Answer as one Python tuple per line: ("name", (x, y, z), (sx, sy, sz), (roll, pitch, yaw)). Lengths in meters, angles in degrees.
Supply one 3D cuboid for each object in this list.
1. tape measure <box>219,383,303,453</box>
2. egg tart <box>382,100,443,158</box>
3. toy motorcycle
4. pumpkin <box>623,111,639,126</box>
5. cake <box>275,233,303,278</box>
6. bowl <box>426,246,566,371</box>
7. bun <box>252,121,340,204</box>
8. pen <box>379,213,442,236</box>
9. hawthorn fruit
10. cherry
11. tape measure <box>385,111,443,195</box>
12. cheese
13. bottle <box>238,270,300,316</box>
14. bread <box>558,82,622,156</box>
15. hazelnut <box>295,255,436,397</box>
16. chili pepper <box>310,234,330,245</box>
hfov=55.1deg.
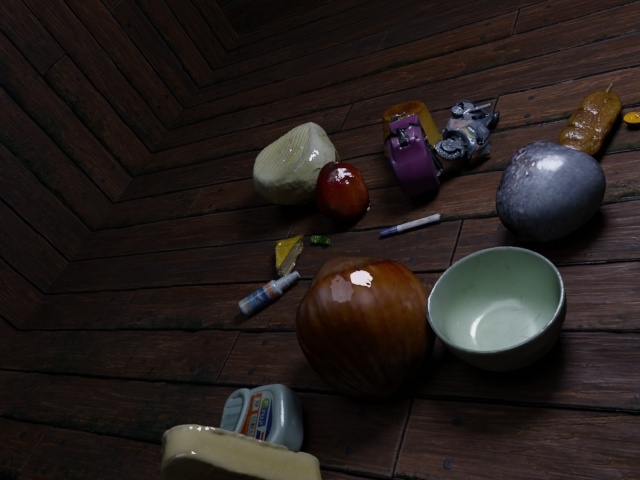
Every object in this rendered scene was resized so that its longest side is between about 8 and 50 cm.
("tape measure", (-0.155, 0.496, 1.544), (0.246, 0.125, 0.243), (-17, 45, 28))
("egg tart", (0.311, -0.382, 2.138), (0.215, 0.170, 0.215), (-14, 28, 8))
("toy motorcycle", (0.483, -0.347, 1.991), (0.173, 0.108, 0.307), (24, 54, 10))
("pumpkin", (0.899, -0.337, 1.726), (0.083, 0.028, 0.050), (1, 46, 28))
("cake", (-0.096, 0.054, 2.066), (0.116, 0.079, 0.185), (-19, 27, 1))
("bowl", (0.417, 0.174, 1.413), (0.307, 0.163, 0.307), (-22, 37, 17))
("bun", (-0.074, -0.258, 2.255), (0.353, 0.227, 0.349), (-4, 45, 43))
("pen", (0.278, -0.044, 1.899), (0.204, 0.025, 0.025), (-17, 39, 25))
("hawthorn fruit", (0.074, -0.178, 2.059), (0.190, 0.251, 0.189), (-3, 29, 2))
("cherry", (0.589, -0.131, 1.580), (0.255, 0.218, 0.296), (31, 83, 28))
("tape measure", (0.297, -0.270, 1.953), (0.149, 0.245, 0.231), (-19, 27, 15))
("cheese", (-0.220, 0.537, 1.355), (0.384, 0.384, 0.104), (-28, 33, 11))
("bottle", (-0.163, 0.166, 1.986), (0.217, 0.060, 0.060), (-33, 35, 2))
("bread", (0.783, -0.336, 1.774), (0.124, 0.084, 0.344), (25, 64, 26))
("hazelnut", (0.105, 0.209, 1.529), (0.373, 0.315, 0.372), (-9, 76, 37))
("chili pepper", (0.002, 0.000, 2.073), (0.091, 0.034, 0.030), (13, 90, 46))
